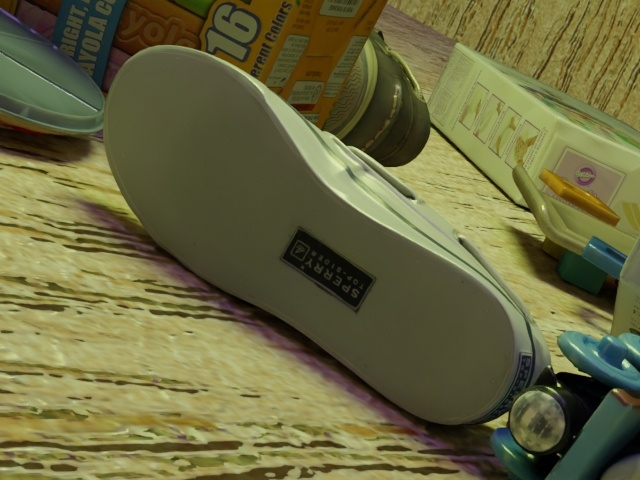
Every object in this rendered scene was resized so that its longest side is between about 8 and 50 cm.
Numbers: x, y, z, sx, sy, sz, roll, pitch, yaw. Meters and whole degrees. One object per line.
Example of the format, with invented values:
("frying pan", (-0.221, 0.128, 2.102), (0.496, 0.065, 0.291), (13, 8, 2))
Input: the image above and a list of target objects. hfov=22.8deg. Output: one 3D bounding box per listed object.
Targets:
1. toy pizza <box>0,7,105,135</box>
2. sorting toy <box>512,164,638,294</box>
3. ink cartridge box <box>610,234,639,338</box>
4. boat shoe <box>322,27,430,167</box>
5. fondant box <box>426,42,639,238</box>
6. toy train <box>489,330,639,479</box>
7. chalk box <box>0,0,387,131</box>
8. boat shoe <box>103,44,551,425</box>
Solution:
("toy pizza", (-0.208, -0.107, 0.861), (0.201, 0.032, 0.201), (31, 13, -8))
("sorting toy", (0.235, 0.020, 1.258), (0.196, 0.047, 0.347), (30, 12, -6))
("ink cartridge box", (0.239, 0.054, 0.825), (0.160, 0.092, 0.219), (30, -12, 17))
("boat shoe", (-0.023, -0.146, 1.268), (0.130, 0.132, 0.355), (32, 15, -33))
("fondant box", (0.265, -0.084, 1.637), (0.238, 0.096, 0.330), (23, 12, -19))
("toy train", (0.154, 0.095, 0.689), (0.105, 0.080, 0.184), (42, 18, 34))
("chalk box", (-0.121, -0.181, 1.031), (0.289, 0.179, 0.180), (29, 13, 15))
("boat shoe", (0.000, 0.000, 0.763), (0.258, 0.095, 0.084), (43, 13, 22))
